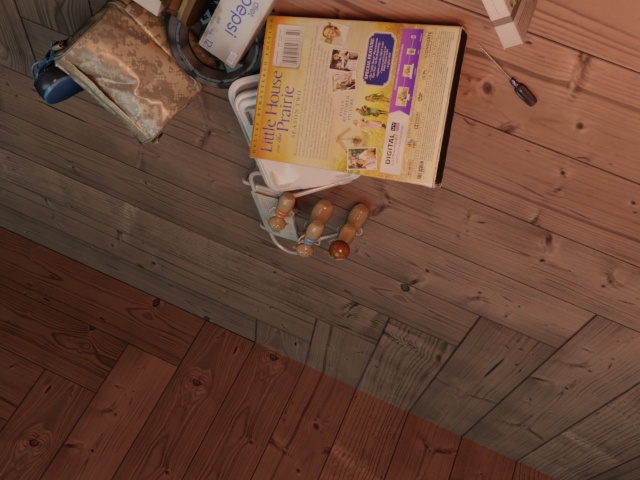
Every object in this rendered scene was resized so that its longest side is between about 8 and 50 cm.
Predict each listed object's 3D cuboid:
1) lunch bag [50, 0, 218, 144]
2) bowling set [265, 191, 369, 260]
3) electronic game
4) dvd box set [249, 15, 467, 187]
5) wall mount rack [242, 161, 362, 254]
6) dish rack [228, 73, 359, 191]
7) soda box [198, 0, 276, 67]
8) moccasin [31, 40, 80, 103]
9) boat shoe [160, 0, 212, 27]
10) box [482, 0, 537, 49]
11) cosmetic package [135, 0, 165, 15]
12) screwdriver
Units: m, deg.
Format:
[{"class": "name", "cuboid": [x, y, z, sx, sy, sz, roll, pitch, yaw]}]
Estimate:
[{"class": "lunch bag", "cuboid": [-0.440, -0.410, 1.530, 0.213, 0.256, 0.305, -12, 131, 46]}, {"class": "bowling set", "cuboid": [0.000, 0.000, 1.729, 0.287, 0.199, 0.154, 9, 135, -20]}, {"class": "electronic game", "cuboid": [-0.226, -0.447, 1.447, 0.229, 0.048, 0.229, 2, 127, 3]}, {"class": "dvd box set", "cuboid": [0.064, -0.289, 1.323, 0.421, 0.307, 0.062, 11, -172, 24]}, {"class": "wall mount rack", "cuboid": [-0.055, -0.097, 1.832, 0.304, 0.130, 0.350, 17, 147, 24]}, {"class": "dish rack", "cuboid": [-0.046, -0.247, 1.539, 0.286, 0.072, 0.332, -9, 135, 12]}, {"class": "soda box", "cuboid": [-0.134, -0.485, 1.281, 0.091, 0.098, 0.286, 34, 134, -10]}, {"class": "moccasin", "cuboid": [-0.652, -0.426, 1.634, 0.117, 0.138, 0.342, 52, -173, -16]}, {"class": "boat shoe", "cuboid": [-0.237, -0.561, 1.259, 0.104, 0.110, 0.307, 42, 129, -2]}, {"class": "box", "cuboid": [0.293, -0.429, 1.049, 0.038, 0.145, 0.186, -8, 134, 40]}, {"class": "cosmetic package", "cuboid": [-0.425, -0.597, 1.396, 0.239, 0.098, 0.060, 32, 149, -9]}, {"class": "screwdriver", "cuboid": [0.366, -0.328, 1.272, 0.170, 0.025, 0.024, 45, 146, -12]}]
